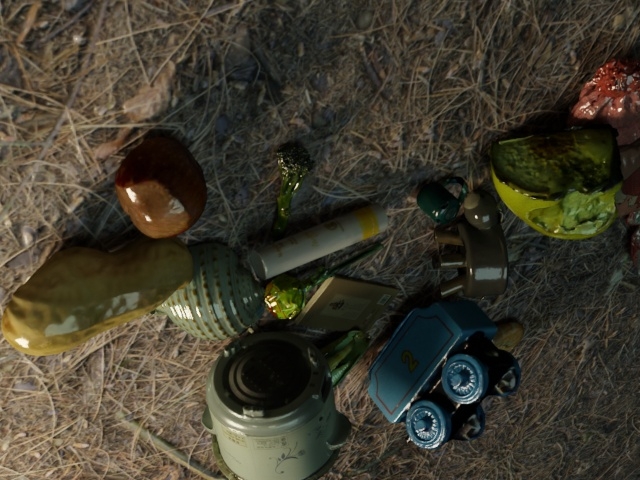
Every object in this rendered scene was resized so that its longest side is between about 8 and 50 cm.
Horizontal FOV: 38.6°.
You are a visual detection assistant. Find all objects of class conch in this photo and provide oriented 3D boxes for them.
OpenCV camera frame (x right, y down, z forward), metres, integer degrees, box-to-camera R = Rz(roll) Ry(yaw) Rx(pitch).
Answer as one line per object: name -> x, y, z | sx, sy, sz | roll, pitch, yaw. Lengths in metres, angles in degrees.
conch -> 0.031, 0.248, 1.932 | 0.170, 0.079, 0.106 | -46, 149, 7
conch -> -0.196, 0.107, 1.593 | 0.200, 0.131, 0.172 | -25, 141, -11

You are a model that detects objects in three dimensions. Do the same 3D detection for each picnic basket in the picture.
picnic basket -> -0.144, 0.143, 1.721 | 0.083, 0.065, 0.083 | -30, 143, -29

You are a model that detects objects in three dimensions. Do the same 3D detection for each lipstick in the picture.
lipstick -> 0.000, 0.000, 1.644 | 0.264, 0.059, 0.059 | -22, 140, -25

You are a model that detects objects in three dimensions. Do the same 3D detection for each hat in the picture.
hat -> 0.568, -0.268, 1.728 | 0.236, 0.107, 0.286 | -28, 154, 11

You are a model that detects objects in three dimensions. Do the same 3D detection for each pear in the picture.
pear -> 0.454, -0.089, 1.768 | 0.238, 0.164, 0.255 | -8, 150, 9

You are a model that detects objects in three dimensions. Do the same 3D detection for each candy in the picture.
candy -> 0.009, 0.065, 1.747 | 0.262, 0.073, 0.077 | -27, 130, -17

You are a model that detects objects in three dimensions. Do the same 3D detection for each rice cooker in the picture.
rice cooker -> -0.090, 0.344, 1.809 | 0.316, 0.264, 0.317 | 6, 134, 6

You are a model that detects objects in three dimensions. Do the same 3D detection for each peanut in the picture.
peanut -> -0.353, 0.072, 1.450 | 0.319, 0.147, 0.147 | -25, 141, -23

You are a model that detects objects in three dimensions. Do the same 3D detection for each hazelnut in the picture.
hazelnut -> -0.235, -0.081, 1.380 | 0.143, 0.143, 0.154 | -27, 124, -6

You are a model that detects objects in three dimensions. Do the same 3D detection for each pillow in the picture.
pillow -> 0.647, -0.131, 1.940 | 0.223, 0.084, 0.236 | -25, 141, -8

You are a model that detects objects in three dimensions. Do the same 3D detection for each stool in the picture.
stool -> 0.299, 0.014, 1.836 | 0.139, 0.228, 0.153 | -5, 180, -2

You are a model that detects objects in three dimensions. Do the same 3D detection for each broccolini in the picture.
broccolini -> -0.052, -0.078, 1.574 | 0.067, 0.058, 0.216 | 17, 141, 5

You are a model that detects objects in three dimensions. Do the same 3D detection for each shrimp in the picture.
shrimp -> 0.368, 0.279, 2.211 | 0.296, 0.058, 0.169 | -16, 141, -24

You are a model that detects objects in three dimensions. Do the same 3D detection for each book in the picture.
book -> 0.057, 0.135, 1.879 | 0.198, 0.016, 0.138 | 14, 123, -42

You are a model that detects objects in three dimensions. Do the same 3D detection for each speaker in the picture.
speaker -> 0.236, -0.079, 1.732 | 0.094, 0.075, 0.060 | -27, 141, -21

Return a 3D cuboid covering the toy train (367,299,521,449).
toy train -> 0.259, 0.293, 1.983 | 0.188, 0.265, 0.300 | 1, 130, -47

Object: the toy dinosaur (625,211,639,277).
toy dinosaur -> 0.767, 0.004, 2.186 | 0.167, 0.053, 0.242 | -10, 136, -23
